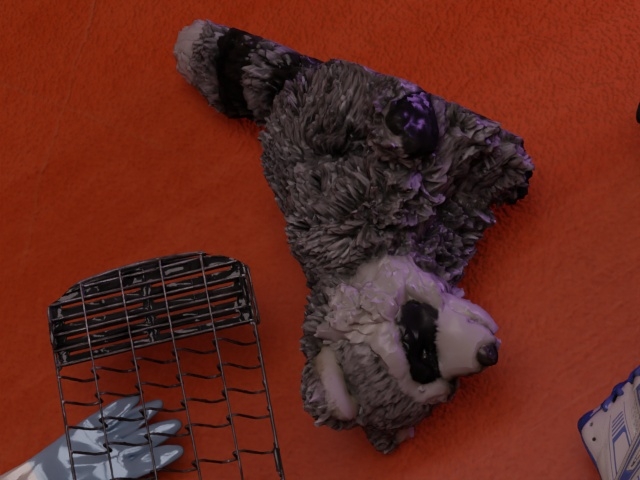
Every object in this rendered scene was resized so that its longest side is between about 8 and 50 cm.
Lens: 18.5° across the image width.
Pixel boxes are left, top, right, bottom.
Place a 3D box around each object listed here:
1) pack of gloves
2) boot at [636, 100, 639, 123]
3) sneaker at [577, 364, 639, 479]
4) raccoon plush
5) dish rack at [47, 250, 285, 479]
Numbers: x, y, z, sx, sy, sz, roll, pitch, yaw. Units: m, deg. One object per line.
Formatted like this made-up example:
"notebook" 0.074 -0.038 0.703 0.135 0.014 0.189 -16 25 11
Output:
"pack of gloves" -0.190 0.264 1.747 0.232 0.046 0.195 -33 75 3
"boot" 0.448 -0.013 1.636 0.445 0.146 0.367 40 69 18
"sneaker" 0.274 0.138 1.606 0.131 0.112 0.296 13 94 25
"raccoon plush" 0.000 0.000 1.769 0.446 0.216 0.299 23 90 51
"dish rack" -0.128 0.151 1.695 0.208 0.074 0.271 -13 77 7
